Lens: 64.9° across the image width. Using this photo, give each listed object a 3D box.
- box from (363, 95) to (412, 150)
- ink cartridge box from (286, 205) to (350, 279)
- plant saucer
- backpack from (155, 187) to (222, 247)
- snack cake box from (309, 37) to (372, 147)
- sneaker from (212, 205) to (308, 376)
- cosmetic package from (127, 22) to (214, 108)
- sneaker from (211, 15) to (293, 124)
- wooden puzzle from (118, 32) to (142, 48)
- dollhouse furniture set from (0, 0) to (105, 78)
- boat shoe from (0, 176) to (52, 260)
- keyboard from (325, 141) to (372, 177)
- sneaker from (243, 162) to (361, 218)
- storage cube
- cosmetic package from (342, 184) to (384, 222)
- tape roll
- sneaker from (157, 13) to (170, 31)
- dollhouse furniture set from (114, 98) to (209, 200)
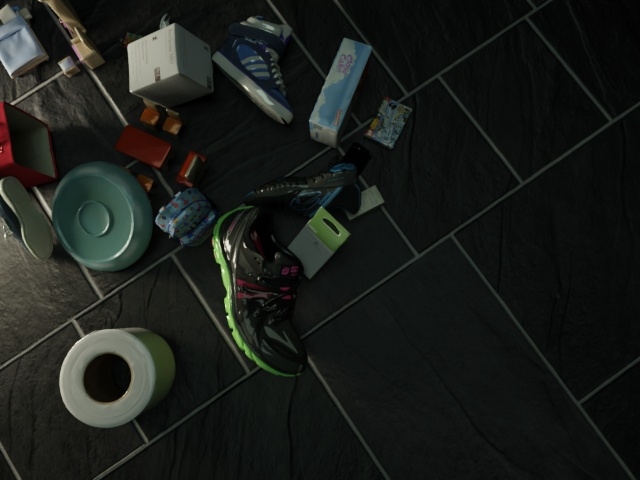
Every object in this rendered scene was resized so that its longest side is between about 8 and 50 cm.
[{"bbox_3d":[0.199,-0.347,1.491,0.094,0.027,0.136,27,83,4],"label":"box"},{"bbox_3d":[0.000,0.000,1.368,0.109,0.062,0.209,46,128,7],"label":"ink cartridge box"},{"bbox_3d":[-0.623,-0.063,1.410,0.318,0.044,0.317,2,100,11],"label":"plant saucer"},{"bbox_3d":[-0.365,-0.064,1.391,0.158,0.173,0.117,-43,83,-5],"label":"backpack"},{"bbox_3d":[0.057,-0.417,1.443,0.089,0.152,0.264,21,82,5],"label":"snack cake box"},{"bbox_3d":[-0.139,0.127,1.330,0.202,0.185,0.482,-25,82,30],"label":"sneaker"},{"bbox_3d":[-0.425,-0.491,1.436,0.184,0.151,0.151,-11,80,26],"label":"cosmetic package"},{"bbox_3d":[-0.140,-0.521,1.473,0.323,0.130,0.236,43,89,12],"label":"sneaker"},{"bbox_3d":[-0.584,-0.617,1.561,0.084,0.006,0.049,16,82,4],"label":"wooden puzzle"},{"bbox_3d":[-0.867,-0.603,1.470,0.304,0.198,0.286,-32,82,-3],"label":"dollhouse furniture set"},{"bbox_3d":[-0.845,-0.055,1.409,0.079,0.095,0.254,-7,122,17],"label":"boat shoe"},{"bbox_3d":[0.063,-0.205,1.479,0.100,0.038,0.192,36,83,-16],"label":"keyboard"},{"bbox_3d":[-0.053,-0.113,1.401,0.341,0.125,0.139,-8,110,19],"label":"sneaker"},{"bbox_3d":[-0.898,-0.252,1.416,0.193,0.215,0.183,-15,82,5],"label":"storage cube"},{"bbox_3d":[0.120,-0.105,1.451,0.115,0.041,0.060,-26,80,-3],"label":"cosmetic package"},{"bbox_3d":[-0.530,0.355,1.336,0.247,0.169,0.245,0,82,1],"label":"tape roll"},{"bbox_3d":[-0.477,-0.645,1.551,0.044,0.040,0.108,16,86,-13],"label":"sneaker"},{"bbox_3d":[-0.459,-0.246,1.438,0.259,0.135,0.261,24,83,5],"label":"dollhouse furniture set"}]
